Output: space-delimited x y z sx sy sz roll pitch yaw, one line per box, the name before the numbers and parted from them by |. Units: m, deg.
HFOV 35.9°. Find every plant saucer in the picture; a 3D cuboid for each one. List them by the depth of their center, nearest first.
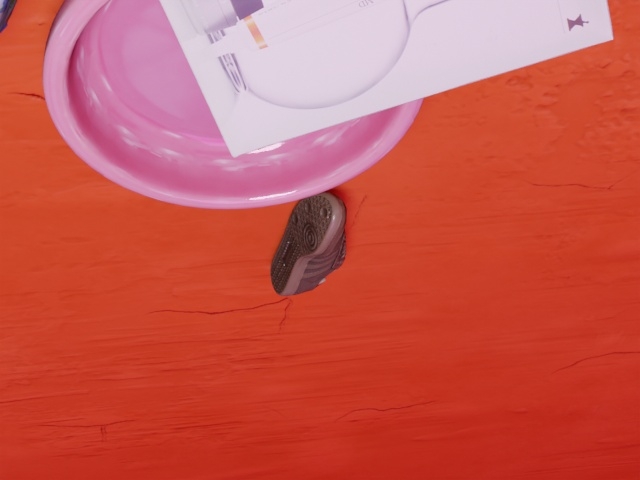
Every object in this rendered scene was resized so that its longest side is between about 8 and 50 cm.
plant saucer | -0.073 -0.156 0.877 0.332 0.084 0.332 -5 144 -4

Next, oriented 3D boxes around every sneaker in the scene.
sneaker | 0.000 0.000 1.148 0.071 0.066 0.188 -9 155 -29

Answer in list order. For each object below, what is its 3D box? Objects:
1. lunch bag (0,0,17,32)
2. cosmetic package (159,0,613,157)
lunch bag | -0.302 -0.218 0.743 0.151 0.096 0.129 29 136 -16
cosmetic package | 0.006 -0.264 0.625 0.284 0.097 0.377 -18 124 9
